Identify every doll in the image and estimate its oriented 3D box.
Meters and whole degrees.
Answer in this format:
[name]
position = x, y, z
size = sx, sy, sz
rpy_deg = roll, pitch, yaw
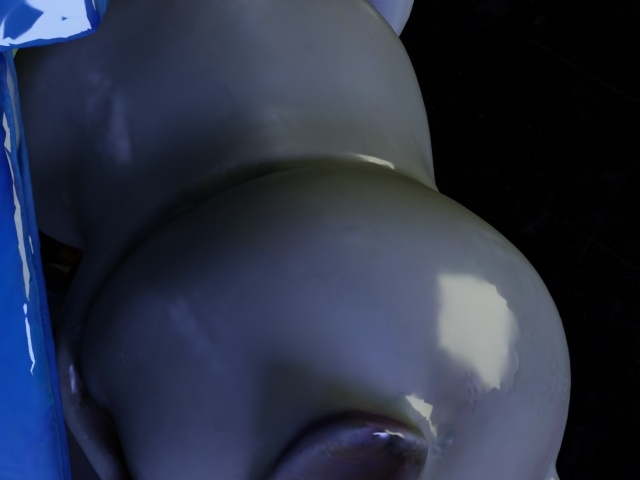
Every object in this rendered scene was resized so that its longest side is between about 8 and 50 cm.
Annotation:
[doll]
position = -0.025, 0.003, 0.593
size = 0.215, 0.226, 0.370
rpy_deg = 38, 27, -43

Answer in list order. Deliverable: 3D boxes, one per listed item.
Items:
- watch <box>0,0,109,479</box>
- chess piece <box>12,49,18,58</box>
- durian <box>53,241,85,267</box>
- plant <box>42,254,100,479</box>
[watch]
position = -0.176, -0.029, 0.440
size = 0.305, 0.241, 0.274
rpy_deg = -115, -161, -60
[chess piece]
position = -0.223, -0.140, 0.787
size = 0.298, 0.176, 0.175
rpy_deg = -80, 154, -54
[durian]
position = -0.150, 0.008, 1.015
size = 0.252, 0.139, 0.144
rpy_deg = 42, 34, -84
[plant]
position = -0.102, 0.134, 0.777
size = 0.188, 0.199, 0.276
rpy_deg = 90, -14, -81
